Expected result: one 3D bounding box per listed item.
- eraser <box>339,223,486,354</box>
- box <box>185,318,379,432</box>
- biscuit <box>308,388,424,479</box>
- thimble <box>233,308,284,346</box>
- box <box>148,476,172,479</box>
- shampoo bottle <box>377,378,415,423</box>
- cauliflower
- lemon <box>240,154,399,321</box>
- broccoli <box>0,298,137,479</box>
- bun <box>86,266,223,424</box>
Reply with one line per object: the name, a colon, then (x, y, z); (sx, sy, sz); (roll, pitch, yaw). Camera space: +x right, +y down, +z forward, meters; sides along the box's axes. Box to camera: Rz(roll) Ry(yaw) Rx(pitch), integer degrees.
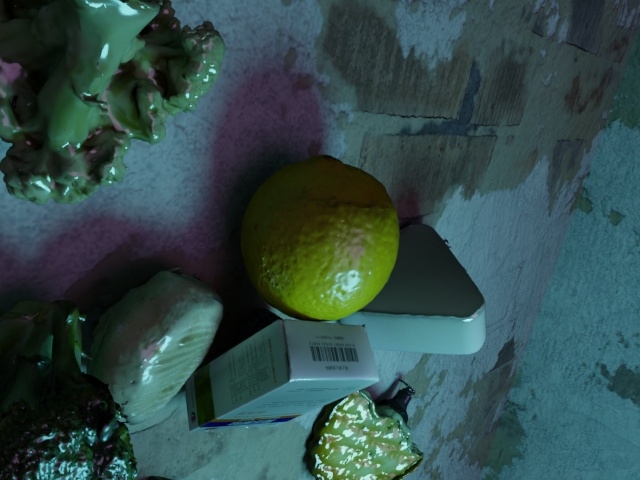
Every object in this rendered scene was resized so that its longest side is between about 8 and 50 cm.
eraser: (0.186, 0.136, 1.257); (0.331, 0.331, 0.150); (-40, 138, -27)
box: (-0.075, 0.244, 0.949); (0.200, 0.106, 0.299); (13, 142, -41)
biscuit: (0.119, 0.519, 1.434); (0.329, 0.078, 0.335); (-9, 102, -20)
thimble: (-0.114, 0.189, 1.061); (0.104, 0.066, 0.095); (-36, 137, -30)
box: (-0.320, 0.622, 0.969); (0.310, 0.198, 0.084); (-56, 141, -10)
shampoo bottle: (0.183, 0.542, 1.570); (0.284, 0.101, 0.101); (-52, 140, -13)
cauliflower: (-0.224, -0.188, 0.549); (0.260, 0.281, 0.327); (14, 91, -55)
lemon: (0.000, -0.001, 0.918); (0.293, 0.293, 0.293); (-26, 129, -37)
broccoli: (-0.365, 0.210, 0.621); (0.304, 0.321, 0.283); (21, 52, -25)
bun: (-0.253, 0.145, 0.807); (0.239, 0.141, 0.239); (-57, 172, -13)
